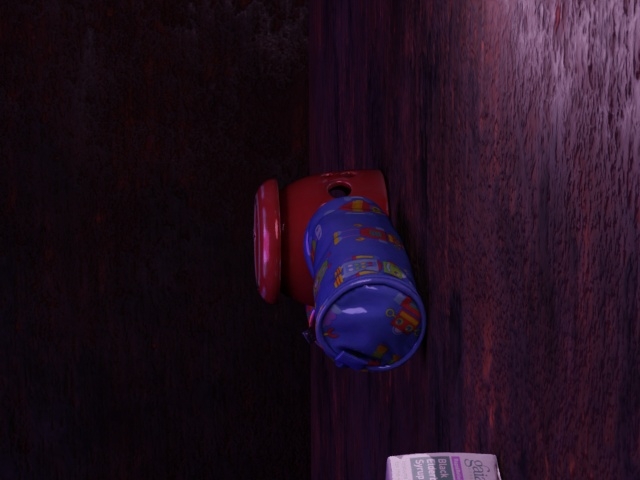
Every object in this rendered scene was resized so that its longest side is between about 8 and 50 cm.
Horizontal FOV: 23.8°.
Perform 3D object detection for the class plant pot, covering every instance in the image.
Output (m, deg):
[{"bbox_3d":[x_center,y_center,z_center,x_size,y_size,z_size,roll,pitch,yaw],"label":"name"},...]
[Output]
[{"bbox_3d":[0.000,0.000,2.029,0.191,0.174,0.191,179,90,-83],"label":"plant pot"}]

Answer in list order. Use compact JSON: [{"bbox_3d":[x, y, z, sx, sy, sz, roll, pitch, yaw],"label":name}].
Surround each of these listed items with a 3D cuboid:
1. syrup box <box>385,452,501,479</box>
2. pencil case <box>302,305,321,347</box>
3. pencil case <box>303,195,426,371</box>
[{"bbox_3d":[0.098,0.293,1.278,0.093,0.096,0.237,-96,6,-52],"label":"syrup box"},{"bbox_3d":[0.021,0.097,2.266,0.236,0.104,0.104,-101,11,-74],"label":"pencil case"},{"bbox_3d":[0.044,0.050,1.765,0.306,0.119,0.133,-102,36,-71],"label":"pencil case"}]
